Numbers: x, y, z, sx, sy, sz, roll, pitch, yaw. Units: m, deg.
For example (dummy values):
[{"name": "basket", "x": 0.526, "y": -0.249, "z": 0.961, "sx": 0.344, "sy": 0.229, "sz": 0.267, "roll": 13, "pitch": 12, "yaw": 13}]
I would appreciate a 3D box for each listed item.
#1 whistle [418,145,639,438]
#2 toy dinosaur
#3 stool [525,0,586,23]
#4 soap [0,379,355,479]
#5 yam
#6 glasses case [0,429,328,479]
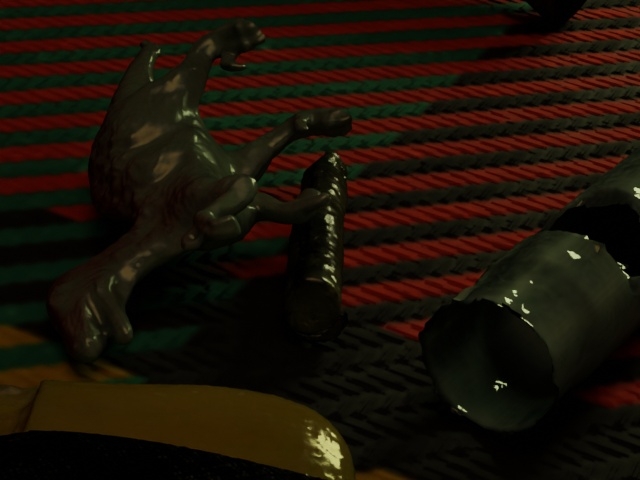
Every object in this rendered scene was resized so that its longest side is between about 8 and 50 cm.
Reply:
[{"name": "whistle", "x": 0.150, "y": -0.011, "z": 0.708, "sx": 0.062, "sy": 0.062, "sz": 0.312, "roll": 24, "pitch": 36, "yaw": 27}, {"name": "toy dinosaur", "x": -0.077, "y": -0.041, "z": 0.726, "sx": 0.167, "sy": 0.053, "sz": 0.242, "roll": -30, "pitch": 37, "yaw": -13}, {"name": "stool", "x": 0.154, "y": -0.330, "z": 1.007, "sx": 0.226, "sy": 0.310, "sz": 0.310, "roll": 31, "pitch": 40, "yaw": 23}, {"name": "soap", "x": -0.072, "y": 0.081, "z": 0.546, "sx": 0.168, "sy": 0.033, "sz": 0.089, "roll": 3, "pitch": 32, "yaw": -3}, {"name": "yam", "x": 0.000, "y": 0.000, "z": 0.700, "sx": 0.027, "sy": 0.033, "sz": 0.129, "roll": -18, "pitch": 25, "yaw": 12}, {"name": "glasses case", "x": 0.019, "y": 0.132, "z": 0.432, "sx": 0.321, "sy": 0.082, "sz": 0.122, "roll": 15, "pitch": 35, "yaw": 11}]
